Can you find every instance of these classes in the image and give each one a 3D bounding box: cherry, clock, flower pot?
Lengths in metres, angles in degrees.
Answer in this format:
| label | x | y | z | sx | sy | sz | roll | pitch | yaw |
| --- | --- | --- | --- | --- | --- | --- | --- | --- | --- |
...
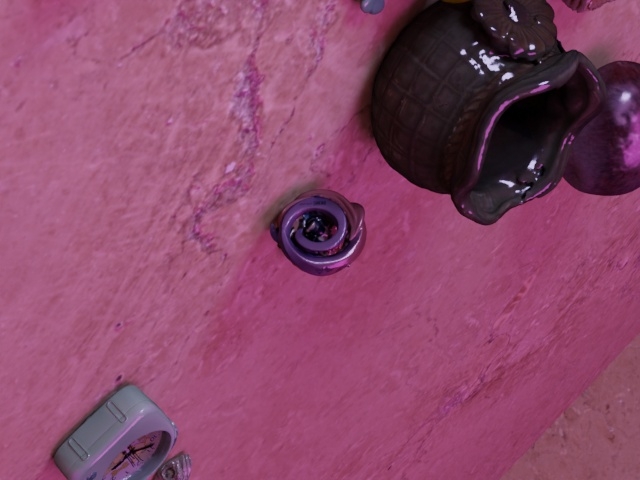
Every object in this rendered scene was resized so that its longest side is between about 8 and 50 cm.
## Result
| label | x | y | z | sx | sy | sz | roll | pitch | yaw |
| --- | --- | --- | --- | --- | --- | --- | --- | --- | --- |
| cherry | 0.487 | -0.178 | 2.027 | 0.213 | 0.183 | 0.266 | -42 | 138 | -30 |
| clock | -0.265 | 0.282 | 1.650 | 0.148 | 0.060 | 0.188 | -44 | 153 | -10 |
| flower pot | 0.219 | -0.187 | 1.579 | 0.302 | 0.213 | 0.302 | -35 | 151 | -23 |

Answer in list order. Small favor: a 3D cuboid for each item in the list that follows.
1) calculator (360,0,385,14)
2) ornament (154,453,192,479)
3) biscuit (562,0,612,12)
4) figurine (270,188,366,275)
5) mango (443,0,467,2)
| label | x | y | z | sx | sy | sz | roll | pitch | yaw |
| --- | --- | --- | --- | --- | --- | --- | --- | --- | --- |
| calculator | 0.079 | -0.327 | 1.397 | 0.095 | 0.021 | 0.153 | -17 | 139 | -46 |
| ornament | -0.219 | 0.351 | 1.835 | 0.068 | 0.041 | 0.092 | -48 | 163 | 11 |
| biscuit | 0.418 | -0.436 | 1.715 | 0.108 | 0.062 | 0.239 | -26 | 147 | -40 |
| figurine | -0.002 | -0.010 | 1.625 | 0.126 | 0.114 | 0.157 | -10 | 179 | 0 |
| mango | 0.168 | -0.346 | 1.400 | 0.178 | 0.100 | 0.119 | 72 | 32 | -63 |
